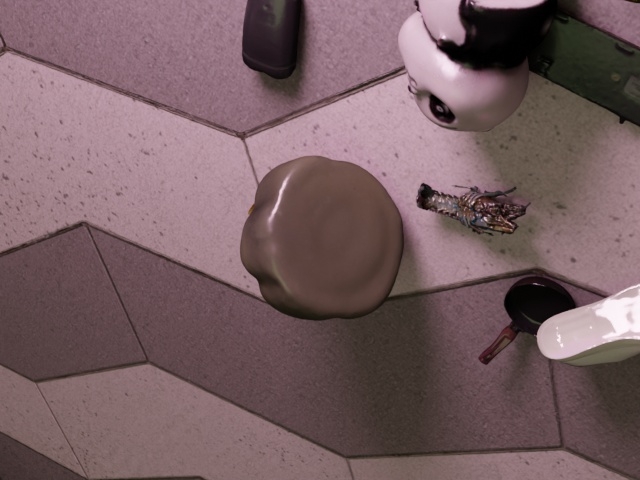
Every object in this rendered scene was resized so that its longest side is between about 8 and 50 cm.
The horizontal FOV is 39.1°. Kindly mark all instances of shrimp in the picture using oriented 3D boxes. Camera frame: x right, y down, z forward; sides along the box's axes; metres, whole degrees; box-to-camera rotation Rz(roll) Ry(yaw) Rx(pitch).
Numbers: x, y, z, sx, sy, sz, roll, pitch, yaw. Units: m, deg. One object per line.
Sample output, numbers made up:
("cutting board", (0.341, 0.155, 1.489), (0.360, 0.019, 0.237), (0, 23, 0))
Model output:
("shrimp", (0.234, -0.054, 1.373), (0.174, 0.076, 0.082), (17, 92, 29))

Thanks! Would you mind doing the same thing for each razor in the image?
("razor", (-0.074, -0.319, 1.356), (0.090, 0.054, 0.148), (23, 136, 13))

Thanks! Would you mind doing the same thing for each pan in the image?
("pan", (0.328, 0.135, 1.466), (0.114, 0.040, 0.212), (38, 131, 1))

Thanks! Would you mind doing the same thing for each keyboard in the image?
("keyboard", (0.413, -0.189, 1.146), (0.317, 0.027, 0.106), (30, 133, 10))

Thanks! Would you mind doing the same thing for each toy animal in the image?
("toy animal", (0.192, -0.249, 1.142), (0.235, 0.165, 0.187), (108, 145, -46))

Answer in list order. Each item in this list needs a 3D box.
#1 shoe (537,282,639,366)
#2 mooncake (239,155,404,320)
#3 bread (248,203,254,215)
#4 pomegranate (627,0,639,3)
("shoe", (0.463, 0.129, 1.347), (0.264, 0.095, 0.110), (-16, 152, 26))
("mooncake", (0.000, 0.000, 1.427), (0.135, 0.275, 0.275), (-4, 124, 56))
("bread", (-0.072, -0.082, 1.526), (0.035, 0.094, 0.090), (43, 135, -5))
("pomegranate", (0.360, -0.330, 0.910), (0.220, 0.220, 0.257), (-15, 84, 42))
